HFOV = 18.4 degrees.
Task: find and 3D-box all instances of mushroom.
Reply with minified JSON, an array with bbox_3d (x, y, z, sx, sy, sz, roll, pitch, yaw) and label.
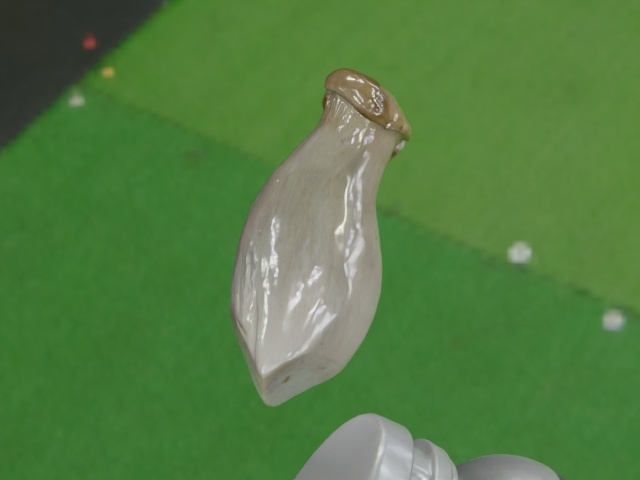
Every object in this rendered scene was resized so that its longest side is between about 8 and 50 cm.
[{"bbox_3d":[0.002,0.000,1.212,0.088,0.097,0.212,4,71,42],"label":"mushroom"}]

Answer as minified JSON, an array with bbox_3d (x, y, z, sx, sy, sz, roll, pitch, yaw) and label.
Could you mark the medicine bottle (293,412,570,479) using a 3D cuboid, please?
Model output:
[{"bbox_3d":[0.074,0.134,0.607,0.191,0.107,0.107,32,45,-13],"label":"medicine bottle"}]
